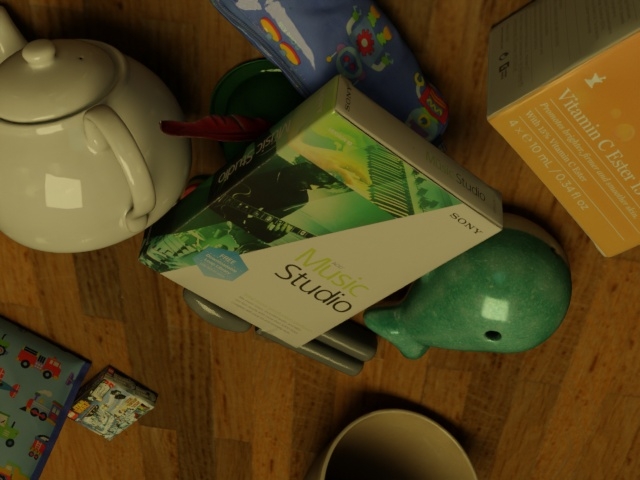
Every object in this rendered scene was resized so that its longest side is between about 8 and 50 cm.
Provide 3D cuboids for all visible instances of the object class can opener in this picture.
[{"bbox_3d":[-0.058,0.114,1.300,0.280,0.093,0.074,23,132,-16],"label":"can opener"}]

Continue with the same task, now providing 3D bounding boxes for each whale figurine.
[{"bbox_3d":[0.173,0.084,1.182,0.272,0.141,0.216,-32,120,34],"label":"whale figurine"}]

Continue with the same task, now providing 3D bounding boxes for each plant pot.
[{"bbox_3d":[0.064,0.411,1.461,0.256,0.256,0.274,26,148,-12],"label":"plant pot"}]

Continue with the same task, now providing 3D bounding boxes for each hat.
[{"bbox_3d":[-0.063,-0.080,1.050,0.208,0.183,0.173,18,131,-4],"label":"hat"}]

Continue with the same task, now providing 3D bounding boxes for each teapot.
[{"bbox_3d":[-0.258,-0.121,1.009,0.256,0.252,0.187,2,136,11],"label":"teapot"}]

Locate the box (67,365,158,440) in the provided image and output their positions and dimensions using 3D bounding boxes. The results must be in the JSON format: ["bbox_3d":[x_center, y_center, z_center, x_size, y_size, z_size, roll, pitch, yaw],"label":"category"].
[{"bbox_3d":[-0.330,0.256,1.522,0.094,0.027,0.137,36,129,-22],"label":"box"}]

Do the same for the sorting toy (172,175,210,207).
[{"bbox_3d":[-0.266,-0.071,1.196,0.274,0.046,0.132,-4,131,16],"label":"sorting toy"}]

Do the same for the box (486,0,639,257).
[{"bbox_3d":[0.355,-0.169,0.893,0.345,0.168,0.215,-30,120,32],"label":"box"}]

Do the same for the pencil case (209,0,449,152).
[{"bbox_3d":[0.005,-0.194,0.970,0.119,0.133,0.306,-8,133,48],"label":"pencil case"}]

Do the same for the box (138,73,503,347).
[{"bbox_3d":[-0.006,-0.012,1.021,0.232,0.058,0.322,31,133,-28],"label":"box"}]

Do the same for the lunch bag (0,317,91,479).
[{"bbox_3d":[-0.491,0.263,1.380,0.221,0.293,0.138,31,130,-16],"label":"lunch bag"}]
